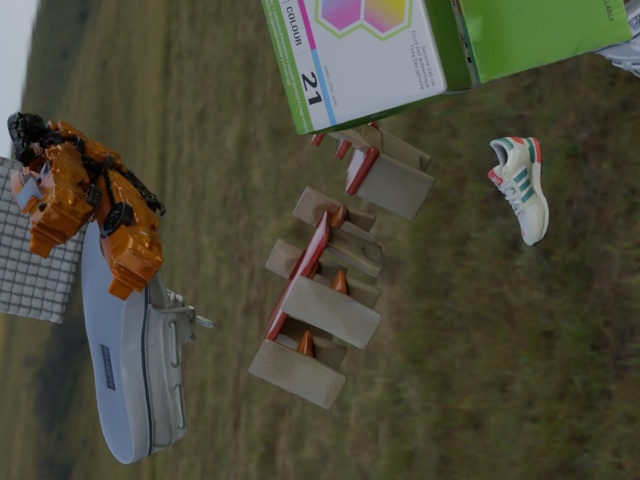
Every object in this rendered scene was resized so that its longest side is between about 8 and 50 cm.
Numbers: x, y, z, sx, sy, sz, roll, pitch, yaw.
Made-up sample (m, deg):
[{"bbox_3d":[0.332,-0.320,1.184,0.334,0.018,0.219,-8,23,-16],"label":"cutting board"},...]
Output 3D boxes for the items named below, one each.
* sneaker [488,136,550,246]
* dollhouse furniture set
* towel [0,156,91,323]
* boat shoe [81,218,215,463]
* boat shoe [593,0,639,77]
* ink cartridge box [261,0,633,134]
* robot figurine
[{"bbox_3d":[0.265,-0.069,1.606,0.057,0.075,0.161,133,139,-64],"label":"sneaker"},{"bbox_3d":[0.000,0.000,1.226,0.259,0.135,0.262,-61,9,21],"label":"dollhouse furniture set"},{"bbox_3d":[-0.511,-0.015,1.816,0.121,0.283,0.235,12,88,61],"label":"towel"},{"bbox_3d":[-0.224,0.120,1.614,0.136,0.156,0.367,16,115,50],"label":"boat shoe"},{"bbox_3d":[0.360,-0.223,1.326,0.084,0.095,0.258,53,-166,-3],"label":"boat shoe"},{"bbox_3d":[0.087,-0.207,0.913,0.097,0.255,0.189,-20,-85,-63],"label":"ink cartridge box"},{"bbox_3d":[-0.274,-0.050,1.349,0.085,0.211,0.291,-52,28,10],"label":"robot figurine"}]
